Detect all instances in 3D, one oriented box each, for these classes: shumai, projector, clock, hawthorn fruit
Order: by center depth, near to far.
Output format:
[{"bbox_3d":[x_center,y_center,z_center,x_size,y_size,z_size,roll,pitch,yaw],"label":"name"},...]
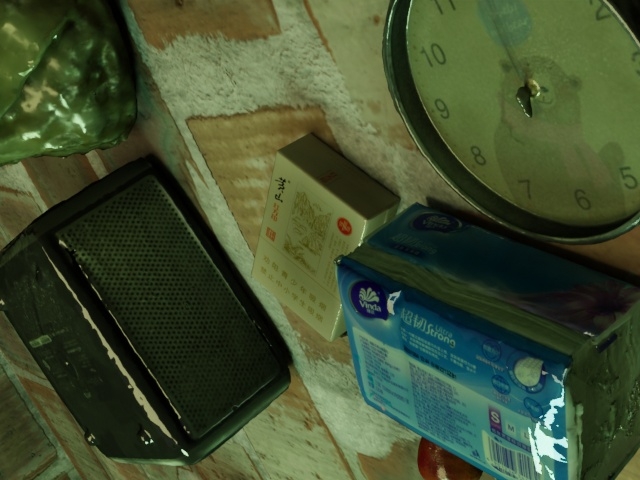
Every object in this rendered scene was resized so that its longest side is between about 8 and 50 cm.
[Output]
[{"bbox_3d":[0.165,-0.121,0.778,0.280,0.055,0.280,35,147,27],"label":"clock"},{"bbox_3d":[0.156,0.246,1.180,0.081,0.081,0.093,10,101,50],"label":"hawthorn fruit"},{"bbox_3d":[-0.458,-0.223,1.262,0.395,0.348,0.395,37,152,24],"label":"shumai"},{"bbox_3d":[-0.298,0.125,1.512,0.405,0.242,0.395,57,151,-7],"label":"projector"}]

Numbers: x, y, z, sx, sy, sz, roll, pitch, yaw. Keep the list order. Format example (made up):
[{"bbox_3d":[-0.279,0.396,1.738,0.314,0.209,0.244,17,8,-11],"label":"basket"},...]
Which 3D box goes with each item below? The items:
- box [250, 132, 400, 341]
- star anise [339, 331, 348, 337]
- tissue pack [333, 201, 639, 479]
[{"bbox_3d":[0.000,0.000,1.109,0.141,0.058,0.201,38,139,24],"label":"box"},{"bbox_3d":[-0.012,0.067,1.249,0.141,0.042,0.141,36,146,29],"label":"star anise"},{"bbox_3d":[0.162,0.105,0.934,0.263,0.146,0.198,25,139,41],"label":"tissue pack"}]
